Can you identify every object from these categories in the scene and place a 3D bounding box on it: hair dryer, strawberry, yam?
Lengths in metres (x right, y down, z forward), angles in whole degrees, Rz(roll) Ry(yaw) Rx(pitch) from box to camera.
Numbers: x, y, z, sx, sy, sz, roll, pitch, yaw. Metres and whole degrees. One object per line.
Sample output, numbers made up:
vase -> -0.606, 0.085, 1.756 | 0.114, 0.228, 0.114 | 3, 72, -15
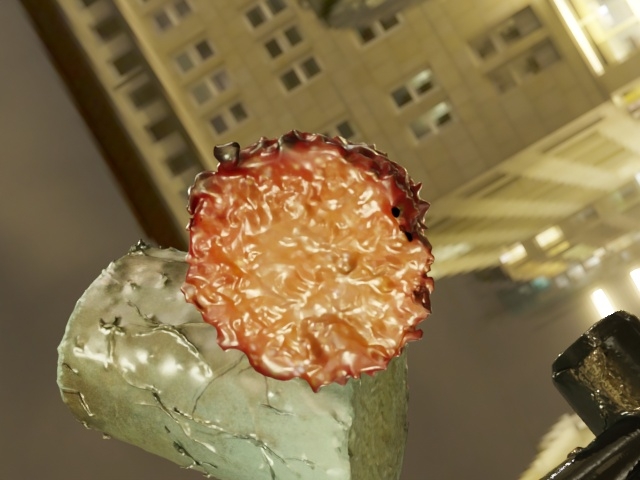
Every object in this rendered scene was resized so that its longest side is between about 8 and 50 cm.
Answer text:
hair dryer -> 0.233, 0.181, 1.267 | 0.189, 0.107, 0.352 | 51, -147, 15
strawberry -> 0.000, 0.000, 1.288 | 0.234, 0.234, 0.178 | 59, -159, -4
yam -> -0.074, 0.143, 1.515 | 0.241, 0.348, 0.241 | 16, -90, -71
